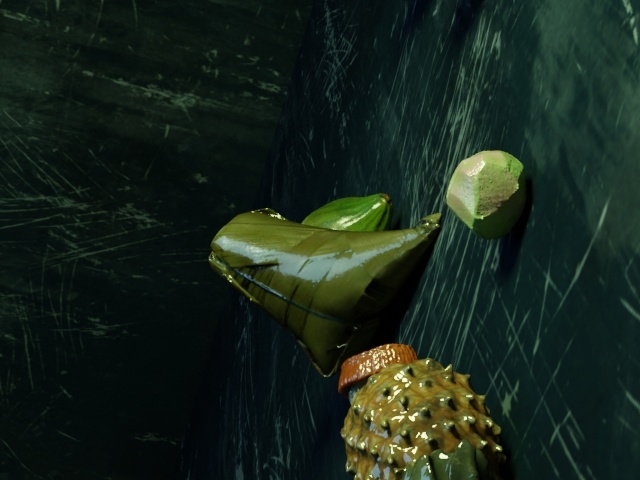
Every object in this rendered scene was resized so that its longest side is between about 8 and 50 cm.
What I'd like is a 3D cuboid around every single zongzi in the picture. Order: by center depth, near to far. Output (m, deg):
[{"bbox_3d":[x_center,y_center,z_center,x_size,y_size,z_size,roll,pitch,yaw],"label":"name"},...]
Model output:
[{"bbox_3d":[0.000,0.000,2.013,0.123,0.260,0.289,-32,-24,-44],"label":"zongzi"}]

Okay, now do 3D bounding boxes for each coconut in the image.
[{"bbox_3d":[0.164,-0.049,1.566,0.081,0.082,0.083,53,176,47],"label":"coconut"}]

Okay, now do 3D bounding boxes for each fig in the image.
[{"bbox_3d":[0.039,-0.012,2.149,0.123,0.123,0.156,-86,20,-47],"label":"fig"}]

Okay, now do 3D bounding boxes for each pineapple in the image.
[{"bbox_3d":[0.104,0.235,1.356,0.310,0.141,0.170,-108,34,-60],"label":"pineapple"}]

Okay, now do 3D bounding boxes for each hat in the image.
[{"bbox_3d":[0.074,0.204,1.771,0.112,0.093,0.162,101,161,-65],"label":"hat"}]
